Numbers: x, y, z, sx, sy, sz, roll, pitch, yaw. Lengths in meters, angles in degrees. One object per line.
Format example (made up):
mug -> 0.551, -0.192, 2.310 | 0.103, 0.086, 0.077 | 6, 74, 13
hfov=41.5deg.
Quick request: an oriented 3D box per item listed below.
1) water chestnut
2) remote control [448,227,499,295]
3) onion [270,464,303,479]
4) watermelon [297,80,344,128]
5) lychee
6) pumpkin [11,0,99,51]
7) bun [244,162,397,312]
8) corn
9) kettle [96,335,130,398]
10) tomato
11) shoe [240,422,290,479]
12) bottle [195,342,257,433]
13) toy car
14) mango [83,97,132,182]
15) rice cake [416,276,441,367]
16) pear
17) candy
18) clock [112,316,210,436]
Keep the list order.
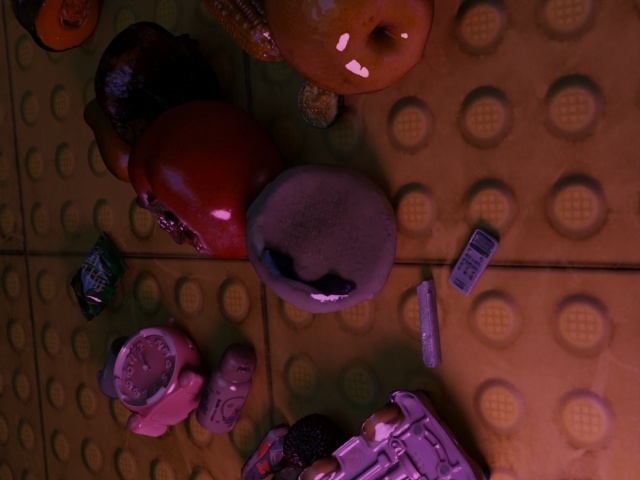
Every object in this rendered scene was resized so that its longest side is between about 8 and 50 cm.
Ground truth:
water chestnut -> -0.360, -0.342, 1.862 | 0.289, 0.289, 0.244 | -61, 28, 28
remote control -> 0.274, 0.038, 1.511 | 0.053, 0.018, 0.124 | 42, 121, 28
onion -> -0.056, 0.549, 1.815 | 0.118, 0.119, 0.117 | -66, 29, 26
watermelon -> 0.008, -0.275, 1.670 | 0.105, 0.062, 0.105 | 12, 110, 35
lychee -> -0.014, 0.422, 1.749 | 0.129, 0.123, 0.123 | -30, 73, 3
pumpkin -> -0.681, -0.657, 2.106 | 0.232, 0.242, 0.325 | 37, 115, 22
bun -> 0.000, 0.000, 1.626 | 0.187, 0.293, 0.293 | 124, 128, -75
corn -> -0.174, -0.495, 1.765 | 0.363, 0.120, 0.120 | 46, 123, 28
kettle -> -0.504, 0.337, 2.193 | 0.148, 0.127, 0.098 | -62, 26, 31
tomato -> -0.220, -0.123, 1.755 | 0.341, 0.273, 0.341 | 39, 163, 15
shoe -> -0.112, 0.494, 1.877 | 0.077, 0.074, 0.194 | 44, 120, 22
bottle -> -0.210, 0.329, 1.925 | 0.209, 0.097, 0.110 | -66, 29, 24
toy car -> 0.133, 0.464, 1.591 | 0.336, 0.226, 0.242 | -41, 66, 9
mango -> -0.486, -0.256, 2.060 | 0.289, 0.129, 0.146 | 58, 137, 24
rice cake -> 0.203, 0.153, 1.578 | 0.029, 0.033, 0.170 | -1, 95, 40
pear -> 0.046, -0.403, 1.469 | 0.314, 0.314, 0.314 | 7, 100, 40
candy -> -0.584, 0.095, 2.232 | 0.141, 0.078, 0.203 | 43, 110, 16
clock -> -0.388, 0.318, 2.044 | 0.227, 0.142, 0.241 | -41, 58, 10
